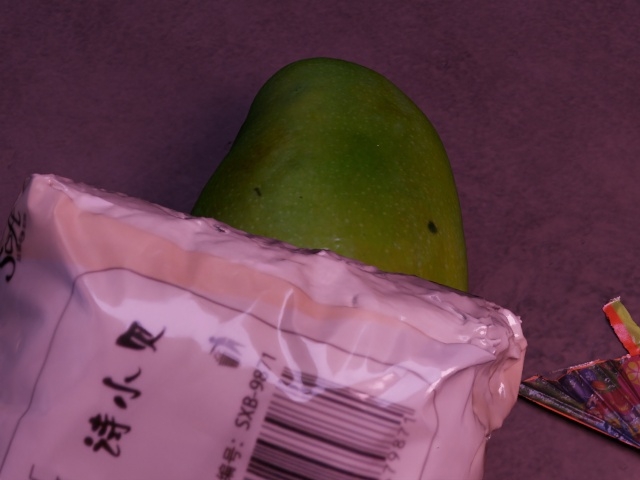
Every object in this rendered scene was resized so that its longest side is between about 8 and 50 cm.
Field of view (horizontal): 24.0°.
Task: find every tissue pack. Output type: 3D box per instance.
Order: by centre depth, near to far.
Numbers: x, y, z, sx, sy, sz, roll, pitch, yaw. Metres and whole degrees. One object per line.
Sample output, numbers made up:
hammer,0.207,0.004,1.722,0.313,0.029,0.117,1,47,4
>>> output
tissue pack,-0.076,0.171,0.946,0.390,0.195,0.375,20,94,5

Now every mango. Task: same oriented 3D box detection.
mango,0.000,0.000,1.185,0.225,0.201,0.382,-10,49,10

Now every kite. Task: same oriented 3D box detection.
kite,0.274,0.111,1.184,0.241,0.014,0.183,-17,48,-8
